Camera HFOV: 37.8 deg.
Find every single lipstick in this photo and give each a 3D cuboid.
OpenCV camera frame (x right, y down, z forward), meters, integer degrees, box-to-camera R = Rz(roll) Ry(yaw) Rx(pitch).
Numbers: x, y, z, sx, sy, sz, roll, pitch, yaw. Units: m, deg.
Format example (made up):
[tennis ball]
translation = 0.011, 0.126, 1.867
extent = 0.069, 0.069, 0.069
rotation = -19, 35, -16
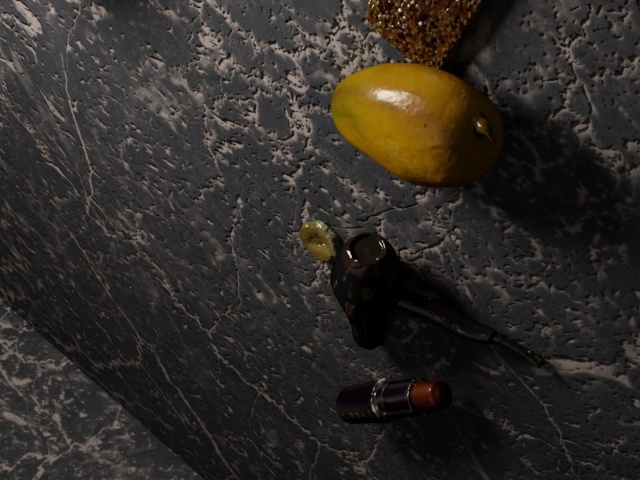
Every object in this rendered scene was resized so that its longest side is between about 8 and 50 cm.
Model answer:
[lipstick]
translation = 0.128, 0.279, 1.643
extent = 0.081, 0.081, 0.299
rotation = 53, 148, -7

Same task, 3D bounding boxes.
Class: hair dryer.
[hair dryer]
translation = 0.177, 0.138, 1.448
extent = 0.359, 0.120, 0.304
rotation = 24, 149, 20

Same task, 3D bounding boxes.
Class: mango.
[mango]
translation = 0.114, -0.146, 1.182
extent = 0.317, 0.119, 0.176
rotation = 24, 162, 51

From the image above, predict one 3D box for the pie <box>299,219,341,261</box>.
[pie]
translation = 0.000, 0.000, 1.563
extent = 0.084, 0.020, 0.084
rotation = 28, 142, 25

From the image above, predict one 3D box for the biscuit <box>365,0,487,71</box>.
[biscuit]
translation = 0.132, -0.299, 1.087
extent = 0.131, 0.026, 0.237
rotation = 41, 148, 9
